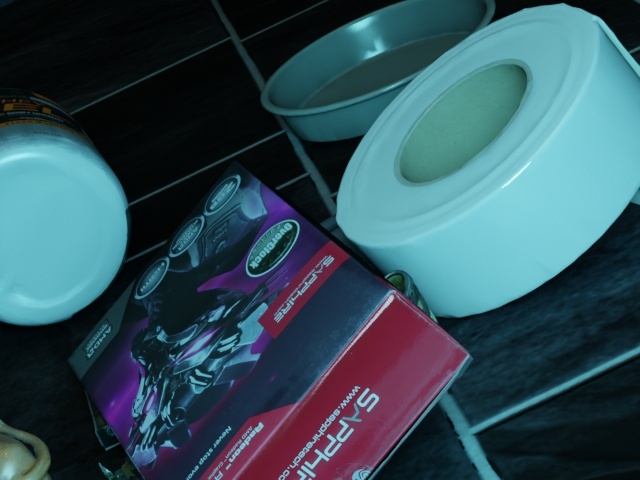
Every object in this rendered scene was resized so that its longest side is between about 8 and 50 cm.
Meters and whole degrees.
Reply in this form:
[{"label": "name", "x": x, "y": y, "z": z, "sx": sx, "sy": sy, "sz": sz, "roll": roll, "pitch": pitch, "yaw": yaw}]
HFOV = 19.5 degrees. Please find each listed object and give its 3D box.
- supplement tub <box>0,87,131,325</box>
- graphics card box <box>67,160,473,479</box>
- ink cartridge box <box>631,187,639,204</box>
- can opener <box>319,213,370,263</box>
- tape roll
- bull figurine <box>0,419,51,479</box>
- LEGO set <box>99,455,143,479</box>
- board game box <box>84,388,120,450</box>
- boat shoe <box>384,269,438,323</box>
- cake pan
[{"label": "supplement tub", "x": -0.335, "y": -0.049, "z": 2.042, "sx": 0.207, "sy": 0.207, "sz": 0.338, "roll": -28, "pitch": 22, "yaw": -8}, {"label": "graphics card box", "x": -0.054, "y": 0.092, "z": 1.439, "sx": 0.233, "sy": 0.094, "sz": 0.371, "roll": -50, "pitch": 25, "yaw": 1}, {"label": "ink cartridge box", "x": 0.332, "y": -0.113, "z": 1.657, "sx": 0.198, "sy": 0.067, "sz": 0.115, "roll": -32, "pitch": 22, "yaw": -15}, {"label": "can opener", "x": 0.000, "y": 0.000, "z": 1.741, "sx": 0.280, "sy": 0.093, "sz": 0.074, "roll": -28, "pitch": 21, "yaw": -19}, {"label": "tape roll", "x": 0.152, "y": -0.072, "z": 1.610, "sx": 0.286, "sy": 0.100, "sz": 0.286, "roll": -35, "pitch": 26, "yaw": 20}, {"label": "bull figurine", "x": -0.360, "y": 0.250, "z": 1.532, "sx": 0.310, "sy": 0.101, "sz": 0.188, "roll": -29, "pitch": 20, "yaw": -9}, {"label": "LEGO set", "x": -0.144, "y": 0.193, "z": 1.545, "sx": 0.083, "sy": 0.023, "sz": 0.054, "roll": 10, "pitch": 41, "yaw": 35}, {"label": "board game box", "x": -0.157, "y": 0.120, "z": 1.711, "sx": 0.126, "sy": 0.026, "sz": 0.186, "roll": -26, "pitch": 22, "yaw": -4}, {"label": "boat shoe", "x": 0.021, "y": 0.105, "z": 1.487, "sx": 0.080, "sy": 0.073, "sz": 0.223, "roll": -3, "pitch": 31, "yaw": 38}, {"label": "cake pan", "x": 0.073, "y": -0.200, "z": 2.150, "sx": 0.293, "sy": 0.054, "sz": 0.293, "roll": -22, "pitch": 22, "yaw": 9}]
